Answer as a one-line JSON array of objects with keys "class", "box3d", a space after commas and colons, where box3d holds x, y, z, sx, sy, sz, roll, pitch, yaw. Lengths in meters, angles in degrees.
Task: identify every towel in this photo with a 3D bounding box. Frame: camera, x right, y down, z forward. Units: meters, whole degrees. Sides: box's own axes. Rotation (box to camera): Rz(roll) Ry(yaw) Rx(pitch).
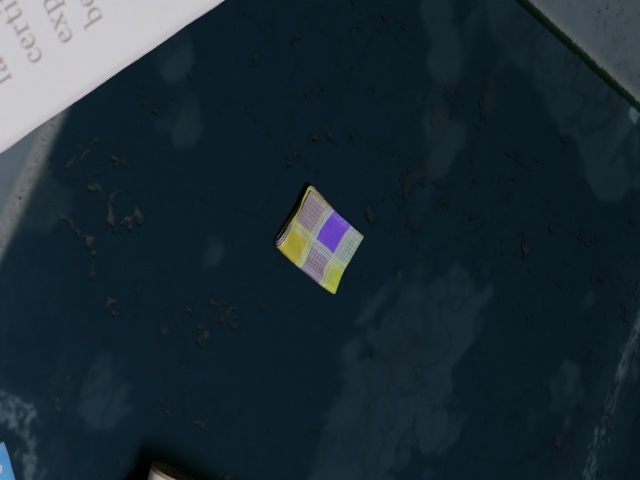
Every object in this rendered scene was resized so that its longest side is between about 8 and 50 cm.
[{"class": "towel", "box3d": [0.000, 0.000, 1.099, 0.083, 0.009, 0.060, 44, 68, -39]}]

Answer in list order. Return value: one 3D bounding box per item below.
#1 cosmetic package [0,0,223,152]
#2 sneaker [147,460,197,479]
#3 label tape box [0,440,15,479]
[{"class": "cosmetic package", "box3d": [-0.271, -0.201, 0.586, 0.394, 0.329, 0.327, -41, 124, -28]}, {"class": "sneaker", "box3d": [-0.084, 0.244, 1.043, 0.192, 0.064, 0.086, 37, 81, -41]}, {"class": "label tape box", "box3d": [-0.252, 0.322, 0.819, 0.240, 0.106, 0.333, -47, 131, -53]}]
